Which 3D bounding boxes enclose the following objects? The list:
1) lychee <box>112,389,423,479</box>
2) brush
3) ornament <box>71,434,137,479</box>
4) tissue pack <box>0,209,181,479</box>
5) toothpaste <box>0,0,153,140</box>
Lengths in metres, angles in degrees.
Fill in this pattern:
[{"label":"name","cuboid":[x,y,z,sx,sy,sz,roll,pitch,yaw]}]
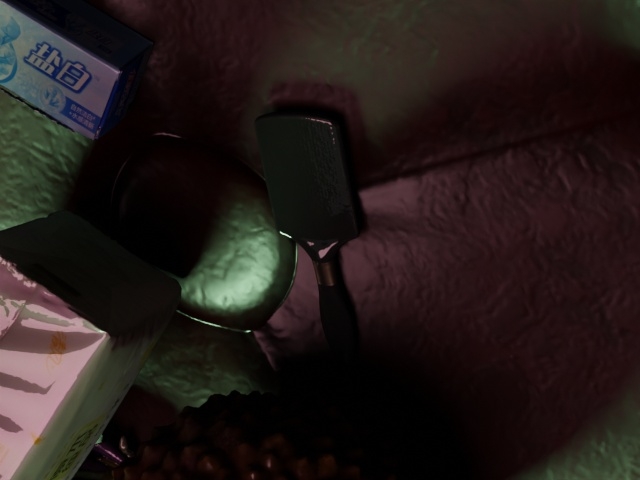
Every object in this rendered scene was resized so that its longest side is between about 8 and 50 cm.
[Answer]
[{"label":"lychee","cuboid":[-0.042,0.218,1.283,0.267,0.267,0.267,13,123,21]},{"label":"brush","cuboid":[0.000,0.000,1.287,0.063,0.016,0.193,4,119,27]},{"label":"ornament","cuboid":[-0.165,0.195,1.450,0.203,0.081,0.088,21,126,16]},{"label":"tissue pack","cuboid":[-0.215,0.107,1.312,0.124,0.185,0.225,36,103,7]},{"label":"toothpaste","cuboid":[-0.244,-0.167,1.293,0.272,0.053,0.066,32,128,8]}]
